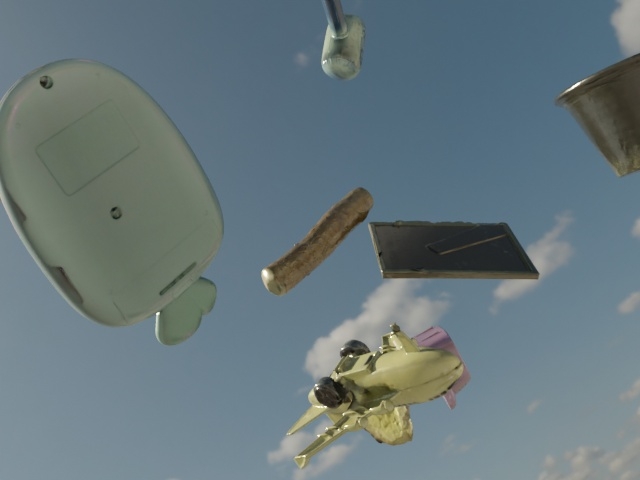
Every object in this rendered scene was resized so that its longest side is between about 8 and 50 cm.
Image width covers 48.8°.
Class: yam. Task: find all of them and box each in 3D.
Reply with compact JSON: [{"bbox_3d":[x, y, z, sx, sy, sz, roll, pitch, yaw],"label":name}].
[{"bbox_3d":[0.000,0.000,1.229,0.299,0.066,0.066,-43,-20,-44],"label":"yam"}]

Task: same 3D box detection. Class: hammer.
[{"bbox_3d":[0.027,-0.354,1.142,0.069,0.116,0.194,3,-24,15],"label":"hammer"}]

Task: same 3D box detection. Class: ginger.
[{"bbox_3d":[0.122,0.297,1.287,0.115,0.193,0.122,-48,-41,14],"label":"ginger"}]

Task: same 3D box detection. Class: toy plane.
[{"bbox_3d":[0.064,0.173,0.857,0.256,0.104,0.242,-41,3,44],"label":"toy plane"}]

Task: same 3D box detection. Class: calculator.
[{"bbox_3d":[-0.184,-0.026,0.670,0.185,0.041,0.299,-43,-60,-30],"label":"calculator"}]

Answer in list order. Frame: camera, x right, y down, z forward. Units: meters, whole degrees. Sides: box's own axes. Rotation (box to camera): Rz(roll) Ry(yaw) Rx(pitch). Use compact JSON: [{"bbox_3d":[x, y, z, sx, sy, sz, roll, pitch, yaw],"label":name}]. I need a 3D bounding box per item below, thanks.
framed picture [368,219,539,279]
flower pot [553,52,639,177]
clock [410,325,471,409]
[{"bbox_3d":[0.237,0.013,1.302,0.281,0.209,0.019,1,-63,-3],"label":"framed picture"},{"bbox_3d":[0.466,-0.177,0.992,0.235,0.148,0.235,-18,-4,-1],"label":"flower pot"},{"bbox_3d":[0.189,0.190,1.082,0.050,0.110,0.152,-28,-2,2],"label":"clock"}]
